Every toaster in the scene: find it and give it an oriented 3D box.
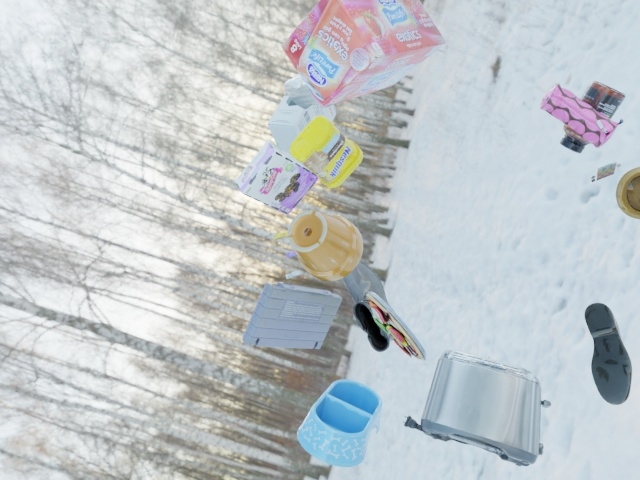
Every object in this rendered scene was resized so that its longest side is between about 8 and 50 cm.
[{"bbox_3d":[0.269,0.282,0.897,0.129,0.227,0.146,63,-137,-60],"label":"toaster"}]

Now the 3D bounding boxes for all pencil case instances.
[{"bbox_3d":[0.707,-0.346,1.431,0.095,0.209,0.098,-59,-14,29],"label":"pencil case"}]

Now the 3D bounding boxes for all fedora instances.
[{"bbox_3d":[1.172,-0.175,1.908,0.079,0.194,0.194,-33,-37,-72],"label":"fedora"}]

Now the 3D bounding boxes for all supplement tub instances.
[{"bbox_3d":[0.789,-0.359,1.533,0.106,0.106,0.197,-66,1,-64],"label":"supplement tub"}]

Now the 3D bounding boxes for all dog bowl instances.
[{"bbox_3d":[0.059,0.427,1.263,0.297,0.166,0.074,-17,-54,-69],"label":"dog bowl"}]

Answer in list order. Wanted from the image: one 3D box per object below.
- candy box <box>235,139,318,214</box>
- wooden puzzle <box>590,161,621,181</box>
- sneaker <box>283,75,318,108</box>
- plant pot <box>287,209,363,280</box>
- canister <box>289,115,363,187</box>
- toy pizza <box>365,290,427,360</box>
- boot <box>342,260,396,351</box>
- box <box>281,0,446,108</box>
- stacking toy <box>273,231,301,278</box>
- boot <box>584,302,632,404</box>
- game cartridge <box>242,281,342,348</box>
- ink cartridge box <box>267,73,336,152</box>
[{"bbox_3d":[-0.128,-0.185,1.572,0.165,0.196,0.070,-48,47,18],"label":"candy box"},{"bbox_3d":[0.785,-0.190,1.436,0.049,0.083,0.006,61,-171,-53],"label":"wooden puzzle"},{"bbox_3d":[-0.008,-0.525,1.711,0.169,0.108,0.292,-44,27,-8],"label":"sneaker"},{"bbox_3d":[0.000,0.000,1.565,0.188,0.205,0.205,37,-110,-58],"label":"plant pot"},{"bbox_3d":[0.015,-0.211,1.257,0.126,0.073,0.170,-47,-32,9],"label":"canister"},{"bbox_3d":[0.163,0.198,1.180,0.032,0.201,0.201,-40,-7,-6],"label":"toy pizza"},{"bbox_3d":[0.157,0.205,1.773,0.118,0.338,0.223,-41,-15,15],"label":"boot"},{"bbox_3d":[0.091,-0.375,0.994,0.154,0.142,0.300,-33,0,43],"label":"box"},{"bbox_3d":[-0.070,0.043,1.946,0.221,0.052,0.166,-11,-99,-51],"label":"stacking toy"},{"bbox_3d":[0.904,0.351,1.618,0.115,0.112,0.305,22,-119,-46],"label":"boot"},{"bbox_3d":[-0.091,0.268,1.843,0.355,0.068,0.230,15,-82,-46],"label":"game cartridge"},{"bbox_3d":[-0.064,-0.471,2.024,0.289,0.122,0.211,-65,-30,-28],"label":"ink cartridge box"}]
